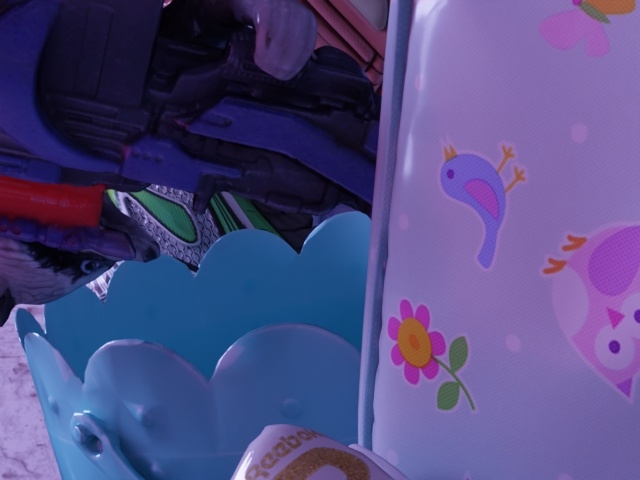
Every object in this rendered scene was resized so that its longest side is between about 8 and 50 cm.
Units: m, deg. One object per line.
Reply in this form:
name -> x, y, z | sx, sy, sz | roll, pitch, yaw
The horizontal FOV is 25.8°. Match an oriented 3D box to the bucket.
bucket -> 0.014, 0.095, 0.635 | 0.281, 0.281, 0.183 | -153, 53, -75

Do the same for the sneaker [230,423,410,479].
sneaker -> 0.038, 0.097, 0.342 | 0.169, 0.108, 0.292 | 47, 133, 22

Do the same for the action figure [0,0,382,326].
action figure -> -0.054, -0.115, 0.553 | 0.178, 0.341, 0.330 | -108, 39, -71

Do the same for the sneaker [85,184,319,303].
sneaker -> -0.108, -0.001, 0.819 | 0.343, 0.146, 0.134 | 39, 144, 13

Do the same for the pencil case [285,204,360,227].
pencil case -> 0.000, 0.000, 1.003 | 0.273, 0.124, 0.113 | 176, 84, -77

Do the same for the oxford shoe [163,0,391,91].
oxford shoe -> -0.047, -0.111, 0.905 | 0.140, 0.146, 0.397 | 51, 144, -6

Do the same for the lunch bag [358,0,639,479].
lunch bag -> 0.115, -0.015, 0.397 | 0.224, 0.108, 0.279 | 19, 108, 42
